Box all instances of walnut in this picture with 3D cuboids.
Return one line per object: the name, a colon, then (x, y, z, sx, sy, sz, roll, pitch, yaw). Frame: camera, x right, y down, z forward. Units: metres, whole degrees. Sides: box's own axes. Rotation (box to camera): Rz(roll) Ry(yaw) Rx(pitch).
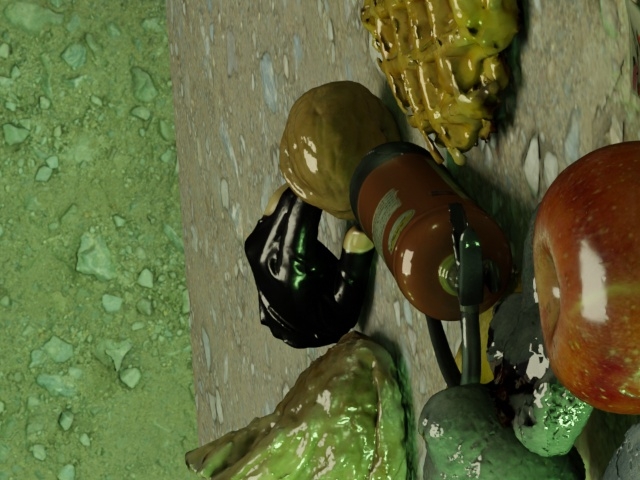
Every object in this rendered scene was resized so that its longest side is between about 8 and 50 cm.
walnut: (0.022, -0.107, 2.101, 0.166, 0.149, 0.166, -9, -90, -76)

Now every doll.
doll: (0.163, 0.118, 1.527, 0.246, 0.158, 0.340, -116, 33, -66)

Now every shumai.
shumai: (-0.035, 0.254, 2.276, 0.314, 0.262, 0.267, 101, 157, -48)

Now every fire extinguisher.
fire extinguisher: (0.126, 0.025, 1.772, 0.200, 0.113, 0.376, 64, 179, -17)

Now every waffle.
waffle: (0.109, -0.286, 1.781, 0.379, 0.095, 0.382, -115, 20, -47)

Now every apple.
apple: (0.239, 0.027, 1.260, 0.201, 0.162, 0.201, 175, 90, -88)

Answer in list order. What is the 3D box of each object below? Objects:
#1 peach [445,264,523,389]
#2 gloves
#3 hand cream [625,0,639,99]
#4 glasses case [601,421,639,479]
peach: (0.181, 0.146, 1.729, 0.189, 0.068, 0.279, -110, 36, -56)
gloves: (-0.006, 0.006, 2.313, 0.197, 0.152, 0.301, 33, 119, 37)
hand cream: (0.264, -0.119, 1.318, 0.234, 0.050, 0.080, -115, 18, -68)
glasses case: (0.257, 0.256, 1.473, 0.282, 0.067, 0.109, 95, 171, -49)
